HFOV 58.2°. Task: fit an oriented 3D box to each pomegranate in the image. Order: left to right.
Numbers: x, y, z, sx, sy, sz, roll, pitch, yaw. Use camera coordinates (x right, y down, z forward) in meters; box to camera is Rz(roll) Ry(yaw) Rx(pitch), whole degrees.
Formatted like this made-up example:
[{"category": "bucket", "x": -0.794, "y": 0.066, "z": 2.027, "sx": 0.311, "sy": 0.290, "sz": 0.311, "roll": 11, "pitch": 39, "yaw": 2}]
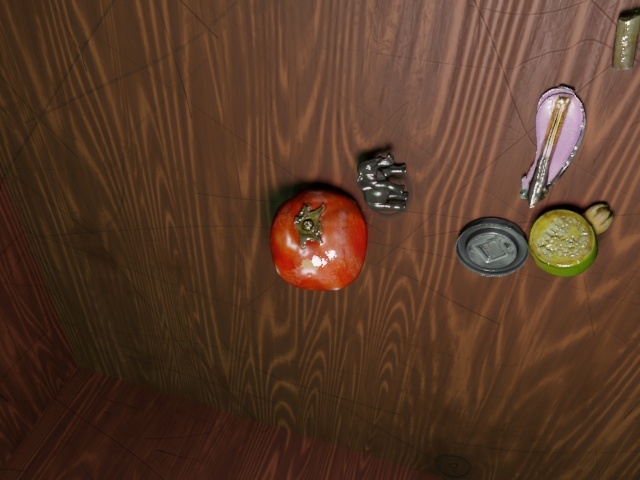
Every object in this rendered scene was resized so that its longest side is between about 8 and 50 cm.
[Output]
[{"category": "pomegranate", "x": 0.721, "y": -0.008, "z": 1.680, "sx": 0.189, "sy": 0.241, "sz": 0.159, "roll": 22, "pitch": 175, "yaw": 32}]

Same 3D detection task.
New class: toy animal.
[{"category": "toy animal", "x": 0.189, "y": -0.172, "z": 1.762, "sx": 0.146, "sy": 0.115, "sz": 0.245, "roll": 6, "pitch": 131, "yaw": 16}]

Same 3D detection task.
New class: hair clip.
[{"category": "hair clip", "x": 0.628, "y": -0.245, "z": 1.563, "sx": 0.110, "sy": 0.095, "sz": 0.359, "roll": 38, "pitch": 136, "yaw": 38}]

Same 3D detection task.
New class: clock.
[{"category": "clock", "x": 0.547, "y": 0.021, "z": 1.838, "sx": 0.225, "sy": 0.049, "sz": 0.226, "roll": 11, "pitch": 133, "yaw": 12}]

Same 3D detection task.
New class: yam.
[{"category": "yam", "x": 0.710, "y": -0.463, "z": 1.338, "sx": 0.054, "sy": 0.054, "sz": 0.132, "roll": 3, "pitch": 131, "yaw": 20}]

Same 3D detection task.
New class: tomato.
[{"category": "tomato", "x": 0.000, "y": 0.000, "z": 1.858, "sx": 0.292, "sy": 0.325, "sz": 0.290, "roll": -4, "pitch": 155, "yaw": 13}]
